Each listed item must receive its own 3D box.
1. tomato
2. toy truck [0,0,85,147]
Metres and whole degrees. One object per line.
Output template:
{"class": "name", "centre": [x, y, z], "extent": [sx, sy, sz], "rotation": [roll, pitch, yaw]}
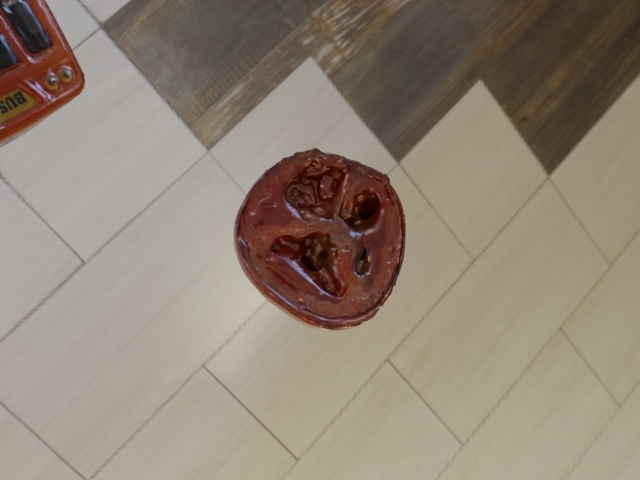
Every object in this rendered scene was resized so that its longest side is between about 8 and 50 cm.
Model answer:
{"class": "tomato", "centre": [0.000, 0.002, 0.972], "extent": [0.228, 0.101, 0.228], "rotation": [2, 81, -14]}
{"class": "toy truck", "centre": [-0.237, -0.069, 0.398], "extent": [0.107, 0.253, 0.114], "rotation": [-47, 113, -42]}
